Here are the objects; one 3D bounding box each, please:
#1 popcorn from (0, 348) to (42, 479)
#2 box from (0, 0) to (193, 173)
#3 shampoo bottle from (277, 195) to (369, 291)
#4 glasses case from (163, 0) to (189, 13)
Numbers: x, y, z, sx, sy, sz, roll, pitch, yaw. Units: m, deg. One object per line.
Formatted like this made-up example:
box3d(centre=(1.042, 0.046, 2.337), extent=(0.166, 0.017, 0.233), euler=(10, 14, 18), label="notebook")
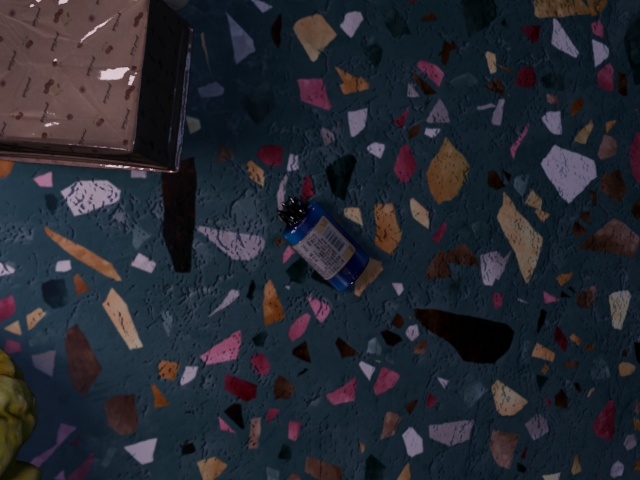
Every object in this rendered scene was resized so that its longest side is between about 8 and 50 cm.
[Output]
box3d(centre=(-0.546, 0.249, 1.415), extent=(0.334, 0.292, 0.293), euler=(-27, 98, -30), label="popcorn")
box3d(centre=(-0.350, -0.225, 1.488), extent=(0.297, 0.190, 0.225), euler=(5, 87, 9), label="box")
box3d(centre=(0.000, 0.000, 1.835), extent=(0.183, 0.050, 0.087), euler=(46, 73, -22), label="shampoo bottle")
box3d(centre=(-0.276, -0.403, 1.568), extent=(0.196, 0.050, 0.083), euler=(32, 55, -32), label="glasses case")
